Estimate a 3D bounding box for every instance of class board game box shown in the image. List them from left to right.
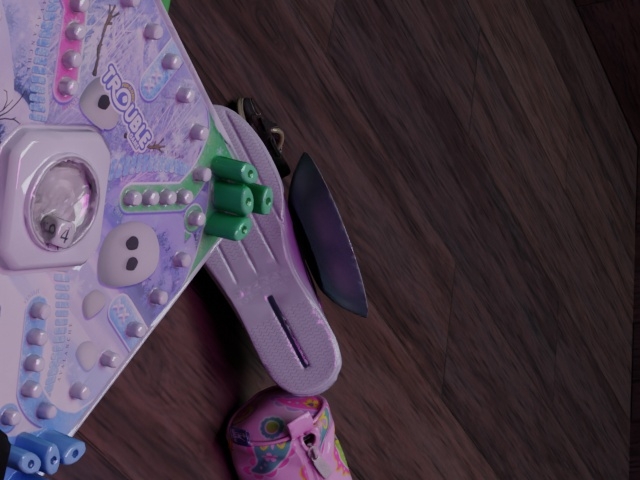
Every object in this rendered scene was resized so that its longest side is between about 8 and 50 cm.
[{"bbox_3d":[-0.212,-0.031,1.293,0.390,0.050,0.390,-54,140,-27],"label":"board game box"}]

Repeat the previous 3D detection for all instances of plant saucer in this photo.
[{"bbox_3d":[0.000,0.000,1.716,0.195,0.037,0.195,160,-90,-84],"label":"plant saucer"}]

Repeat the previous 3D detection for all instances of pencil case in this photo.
[{"bbox_3d":[-0.012,0.299,1.741,0.124,0.124,0.284,-57,135,-56],"label":"pencil case"}]

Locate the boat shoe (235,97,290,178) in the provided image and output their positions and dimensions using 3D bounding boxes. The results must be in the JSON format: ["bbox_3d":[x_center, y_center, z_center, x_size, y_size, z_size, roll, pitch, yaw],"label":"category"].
[{"bbox_3d":[-0.065,-0.113,1.799,0.152,0.049,0.056,-106,-178,-45],"label":"boat shoe"}]

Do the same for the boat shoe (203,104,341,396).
[{"bbox_3d":[-0.080,0.016,1.714,0.119,0.121,0.335,178,-109,-83],"label":"boat shoe"}]

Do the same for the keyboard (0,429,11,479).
[{"bbox_3d":[-0.279,0.208,1.166,0.108,0.023,0.180,58,31,-53],"label":"keyboard"}]

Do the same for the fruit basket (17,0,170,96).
[{"bbox_3d":[-0.281,-0.184,1.332,0.353,0.165,0.327,-60,138,-31],"label":"fruit basket"}]
